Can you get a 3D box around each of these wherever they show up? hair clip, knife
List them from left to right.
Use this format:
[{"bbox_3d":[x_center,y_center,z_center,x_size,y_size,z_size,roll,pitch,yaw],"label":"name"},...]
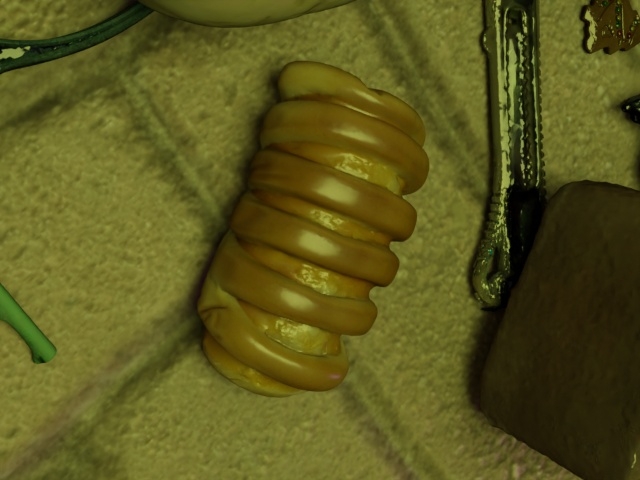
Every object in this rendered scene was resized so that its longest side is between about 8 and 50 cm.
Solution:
[{"bbox_3d":[-0.216,-0.184,1.053,0.229,0.039,0.070,-25,106,-29],"label":"hair clip"},{"bbox_3d":[0.204,-0.104,1.274,0.089,0.043,0.365,-3,96,-29],"label":"knife"}]

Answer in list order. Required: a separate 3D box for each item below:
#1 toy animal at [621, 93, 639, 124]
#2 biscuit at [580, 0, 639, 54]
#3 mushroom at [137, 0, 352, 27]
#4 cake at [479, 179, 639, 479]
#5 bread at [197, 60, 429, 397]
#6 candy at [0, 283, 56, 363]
[{"bbox_3d":[0.392,-0.094,1.358,0.070,0.105,0.202,-31,123,-67],"label":"toy animal"},{"bbox_3d":[0.327,-0.238,1.341,0.092,0.016,0.082,19,86,-26],"label":"biscuit"},{"bbox_3d":[-0.039,-0.328,1.003,0.353,0.353,0.325,-50,135,-15],"label":"mushroom"},{"bbox_3d":[0.344,0.107,1.241,0.237,0.230,0.308,16,94,-39],"label":"cake"},{"bbox_3d":[0.000,0.000,1.133,0.173,0.121,0.311,20,86,-29],"label":"bread"},{"bbox_3d":[-0.345,-0.058,0.967,0.119,0.119,0.440,-44,119,-17],"label":"candy"}]
